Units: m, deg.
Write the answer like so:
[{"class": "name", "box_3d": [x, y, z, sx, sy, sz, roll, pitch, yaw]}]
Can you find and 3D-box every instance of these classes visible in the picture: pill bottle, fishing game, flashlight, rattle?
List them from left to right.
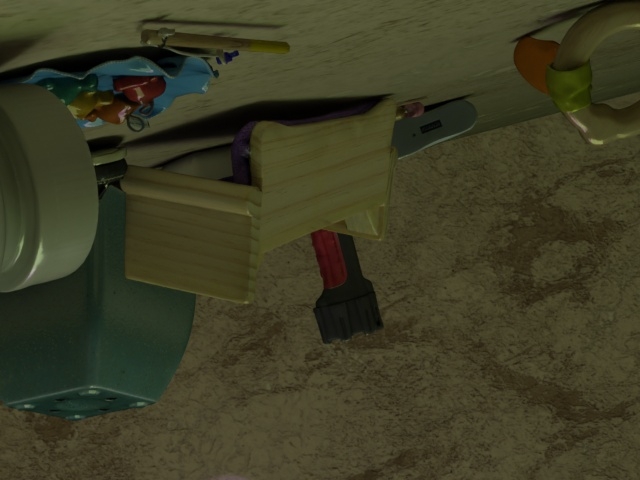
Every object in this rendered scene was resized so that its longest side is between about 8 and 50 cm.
[{"class": "pill bottle", "box_3d": [-0.218, -0.009, 0.469, 0.221, 0.121, 0.121, -16, -178, -44]}, {"class": "fishing game", "box_3d": [-0.151, -0.074, 0.655, 0.264, 0.041, 0.189, -14, 179, 25]}, {"class": "flashlight", "box_3d": [0.000, 0.000, 1.598, 0.103, 0.303, 0.103, -13, -179, 28]}, {"class": "rattle", "box_3d": [0.290, -0.184, 0.970, 0.200, 0.130, 0.143, -41, -172, 11]}]

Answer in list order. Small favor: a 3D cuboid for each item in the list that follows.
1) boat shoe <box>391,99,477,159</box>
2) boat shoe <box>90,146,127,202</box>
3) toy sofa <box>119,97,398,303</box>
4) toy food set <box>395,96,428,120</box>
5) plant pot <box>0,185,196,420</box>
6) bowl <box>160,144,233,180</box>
[{"class": "boat shoe", "box_3d": [0.142, -0.160, 1.612, 0.184, 0.065, 0.083, -16, 180, -2]}, {"class": "boat shoe", "box_3d": [-0.236, -0.042, 1.046, 0.084, 0.079, 0.233, -16, 180, -30]}, {"class": "toy sofa", "box_3d": [-0.052, -0.066, 1.170, 0.150, 0.177, 0.362, 11, -164, 24]}, {"class": "toy food set", "box_3d": [0.100, -0.169, 1.455, 0.078, 0.019, 0.122, -15, -179, -16]}, {"class": "plant pot", "box_3d": [-0.318, 0.099, 1.425, 0.247, 0.252, 0.248, -14, 158, 23]}, {"class": "bowl", "box_3d": [-0.141, -0.087, 1.389, 0.142, 0.053, 0.142, -15, -179, -34]}]
